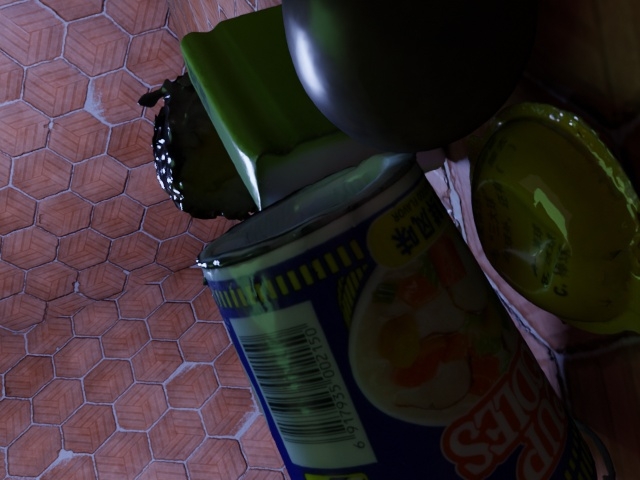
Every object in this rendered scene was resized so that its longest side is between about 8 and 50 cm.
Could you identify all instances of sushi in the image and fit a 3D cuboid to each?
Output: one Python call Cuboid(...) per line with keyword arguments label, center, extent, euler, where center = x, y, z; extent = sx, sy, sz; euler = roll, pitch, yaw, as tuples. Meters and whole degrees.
Cuboid(label="sushi", center=(-0.186, -0.187, 1.209), extent=(0.294, 0.281, 0.299), euler=(-155, 53, -75))

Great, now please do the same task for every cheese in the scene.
Cuboid(label="cheese", center=(0.176, 0.003, 0.406), extent=(0.270, 0.069, 0.177), euler=(-131, 22, -54))

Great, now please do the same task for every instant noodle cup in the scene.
Cuboid(label="instant noodle cup", center=(0.052, 0.104, 0.527), extent=(0.312, 0.284, 0.284), euler=(63, 170, -12))

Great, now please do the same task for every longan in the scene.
Cuboid(label="longan", center=(0.058, -0.148, 0.421), extent=(0.187, 0.167, 0.167), euler=(35, -171, -33))

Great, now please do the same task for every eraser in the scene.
Cuboid(label="eraser", center=(-0.018, -0.158, 0.680), extent=(0.092, 0.210, 0.274), euler=(82, 165, -48))

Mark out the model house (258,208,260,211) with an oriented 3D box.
Cuboid(label="model house", center=(0.000, 0.000, 1.058), extent=(0.211, 0.170, 0.193), euler=(-52, -39, -74))
